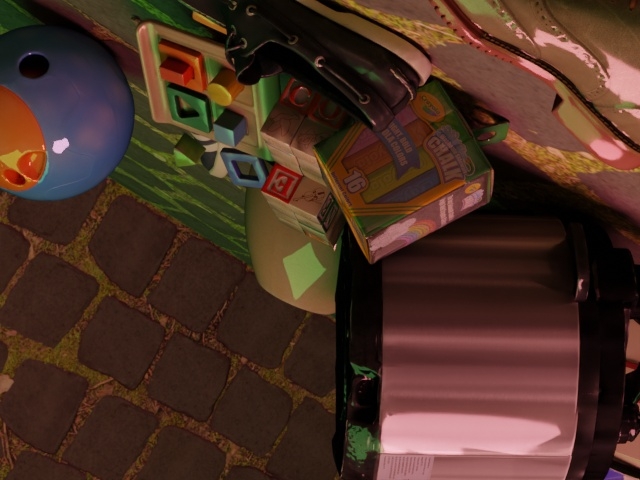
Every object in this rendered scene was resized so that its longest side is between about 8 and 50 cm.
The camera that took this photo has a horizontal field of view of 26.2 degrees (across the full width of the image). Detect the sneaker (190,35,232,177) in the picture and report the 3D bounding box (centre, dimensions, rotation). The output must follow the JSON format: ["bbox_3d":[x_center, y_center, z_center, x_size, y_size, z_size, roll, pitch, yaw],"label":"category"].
[{"bbox_3d":[-0.167,-0.203,1.966,0.148,0.131,0.350,26,161,3],"label":"sneaker"}]

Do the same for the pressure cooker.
[{"bbox_3d":[0.229,0.148,1.778,0.420,0.375,0.370,1,-177,-1],"label":"pressure cooker"}]

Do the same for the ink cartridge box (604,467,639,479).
[{"bbox_3d":[0.480,0.399,2.119,0.208,0.045,0.206,20,165,-3],"label":"ink cartridge box"}]

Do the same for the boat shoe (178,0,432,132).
[{"bbox_3d":[-0.049,-0.218,1.538,0.340,0.113,0.127,27,171,9],"label":"boat shoe"}]

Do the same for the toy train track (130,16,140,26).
[{"bbox_3d":[-0.250,-0.301,2.005,0.048,0.014,0.083,31,169,36],"label":"toy train track"}]

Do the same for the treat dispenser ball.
[{"bbox_3d":[-0.449,-0.207,2.245,0.288,0.288,0.288,27,171,5],"label":"treat dispenser ball"}]

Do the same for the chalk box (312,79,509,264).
[{"bbox_3d":[0.117,-0.090,1.593,0.132,0.213,0.132,60,177,16],"label":"chalk box"}]

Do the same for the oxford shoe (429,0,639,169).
[{"bbox_3d":[0.192,-0.194,1.060,0.348,0.123,0.130,35,143,-29],"label":"oxford shoe"}]

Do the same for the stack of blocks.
[{"bbox_3d":[0.001,-0.114,1.790,0.087,0.171,0.297,26,170,12],"label":"stack of blocks"}]

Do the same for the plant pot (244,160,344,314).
[{"bbox_3d":[0.000,0.000,2.091,0.284,0.191,0.284,22,-167,-5],"label":"plant pot"}]

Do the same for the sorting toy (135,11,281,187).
[{"bbox_3d":[-0.145,-0.184,1.764,0.196,0.047,0.347,18,143,18],"label":"sorting toy"}]

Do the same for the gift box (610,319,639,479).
[{"bbox_3d":[0.508,0.265,2.146,0.258,0.255,0.276,16,162,46],"label":"gift box"}]
